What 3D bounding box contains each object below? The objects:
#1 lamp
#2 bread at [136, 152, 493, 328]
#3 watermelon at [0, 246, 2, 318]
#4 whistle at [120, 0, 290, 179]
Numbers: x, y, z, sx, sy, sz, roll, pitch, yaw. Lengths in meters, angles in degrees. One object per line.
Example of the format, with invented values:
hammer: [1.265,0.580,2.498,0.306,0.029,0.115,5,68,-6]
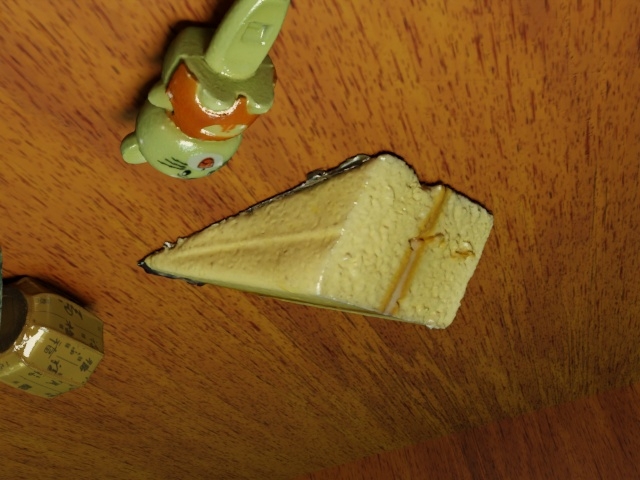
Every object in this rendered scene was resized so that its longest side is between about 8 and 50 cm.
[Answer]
lamp: [-0.421,0.148,1.219,0.161,0.161,0.185,-21,153,14]
bread: [0.000,0.000,1.263,0.404,0.242,0.345,10,170,33]
watermelon: [-0.546,0.116,1.094,0.212,0.262,0.201,13,175,-33]
whistle: [-0.111,-0.153,0.843,0.131,0.106,0.288,-1,151,-35]
